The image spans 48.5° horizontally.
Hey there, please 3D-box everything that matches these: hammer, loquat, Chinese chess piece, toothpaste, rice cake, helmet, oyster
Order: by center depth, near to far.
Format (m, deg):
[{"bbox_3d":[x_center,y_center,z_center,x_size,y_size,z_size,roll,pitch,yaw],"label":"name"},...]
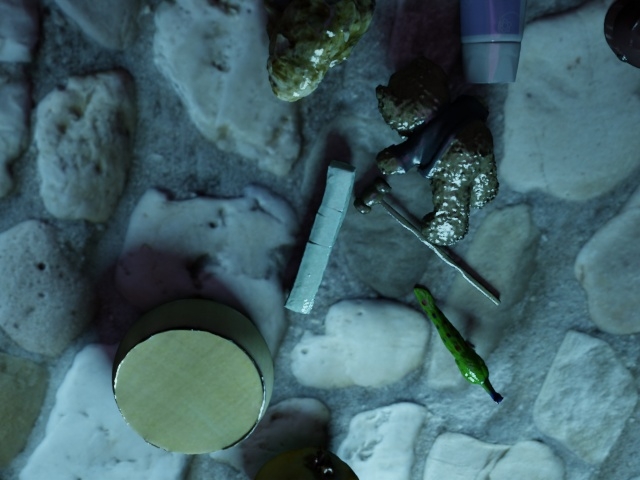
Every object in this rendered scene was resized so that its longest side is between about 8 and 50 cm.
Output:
[{"bbox_3d":[0.228,-0.393,0.918,0.125,0.080,0.371,-2,105,-1],"label":"toothpaste"},{"bbox_3d":[-0.022,-0.339,0.922,0.166,0.094,0.294,-14,104,12],"label":"oyster"},{"bbox_3d":[0.455,-0.281,0.965,0.123,0.070,0.098,25,108,-12],"label":"helmet"},{"bbox_3d":[0.000,0.000,1.065,0.045,0.042,0.245,20,107,3],"label":"rice cake"},{"bbox_3d":[0.174,0.014,1.088,0.292,0.029,0.058,39,106,-16],"label":"hammer"},{"bbox_3d":[-0.197,0.213,1.104,0.250,0.103,0.249,-1,111,-2],"label":"Chinese chess piece"},{"bbox_3d":[-0.024,0.440,1.154,0.187,0.176,0.234,13,98,-7],"label":"loquat"}]

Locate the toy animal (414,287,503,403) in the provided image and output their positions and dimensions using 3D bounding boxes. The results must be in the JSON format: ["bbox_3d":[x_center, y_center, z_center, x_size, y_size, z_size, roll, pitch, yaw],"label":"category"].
[{"bbox_3d":[0.217,0.165,1.130,0.041,0.075,0.216,-35,79,7],"label":"toy animal"}]

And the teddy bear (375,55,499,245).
[{"bbox_3d":[0.177,-0.129,0.980,0.182,0.129,0.251,-40,105,-26],"label":"teddy bear"}]
